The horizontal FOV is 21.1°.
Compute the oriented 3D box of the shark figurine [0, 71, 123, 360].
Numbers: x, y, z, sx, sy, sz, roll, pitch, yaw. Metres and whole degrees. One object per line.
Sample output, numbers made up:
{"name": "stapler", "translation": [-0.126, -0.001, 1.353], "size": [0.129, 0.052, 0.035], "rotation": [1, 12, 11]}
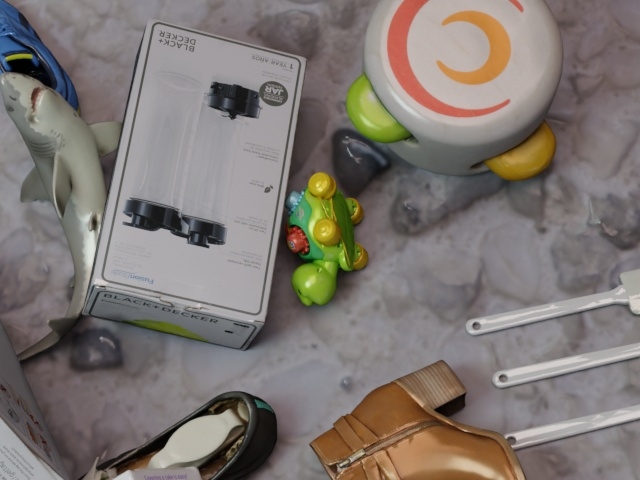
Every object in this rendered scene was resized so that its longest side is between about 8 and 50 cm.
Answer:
{"name": "shark figurine", "translation": [-0.261, -0.022, 1.694], "size": [0.116, 0.166, 0.278], "rotation": [-6, 89, 34]}

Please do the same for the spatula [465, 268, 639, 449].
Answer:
{"name": "spatula", "translation": [0.271, 0.112, 1.621], "size": [0.242, 0.019, 0.168], "rotation": [-13, 66, -2]}

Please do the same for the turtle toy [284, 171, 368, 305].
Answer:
{"name": "turtle toy", "translation": [0.000, 0.000, 1.658], "size": [0.066, 0.095, 0.130], "rotation": [-14, 64, 20]}

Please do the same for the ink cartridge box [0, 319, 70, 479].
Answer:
{"name": "ink cartridge box", "translation": [-0.390, 0.175, 1.488], "size": [0.272, 0.130, 0.309], "rotation": [-37, 37, -2]}

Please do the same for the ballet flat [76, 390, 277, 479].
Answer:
{"name": "ballet flat", "translation": [-0.164, 0.222, 1.557], "size": [0.280, 0.096, 0.095], "rotation": [-37, 69, -12]}

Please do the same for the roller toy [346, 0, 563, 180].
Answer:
{"name": "roller toy", "translation": [0.138, -0.165, 1.687], "size": [0.209, 0.146, 0.191], "rotation": [10, 75, 2]}

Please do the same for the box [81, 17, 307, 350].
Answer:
{"name": "box", "translation": [-0.120, -0.054, 1.661], "size": [0.169, 0.087, 0.289], "rotation": [12, 65, -11]}

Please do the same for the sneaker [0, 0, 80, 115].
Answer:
{"name": "sneaker", "translation": [-0.319, -0.200, 1.771], "size": [0.069, 0.082, 0.209], "rotation": [-36, 67, -10]}

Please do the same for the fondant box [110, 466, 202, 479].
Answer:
{"name": "fondant box", "translation": [-0.157, 0.382, 1.402], "size": [0.238, 0.096, 0.330], "rotation": [-33, 69, 30]}

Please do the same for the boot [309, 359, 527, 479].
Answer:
{"name": "boot", "translation": [0.095, 0.216, 1.559], "size": [0.152, 0.073, 0.197], "rotation": [-30, 55, -11]}
